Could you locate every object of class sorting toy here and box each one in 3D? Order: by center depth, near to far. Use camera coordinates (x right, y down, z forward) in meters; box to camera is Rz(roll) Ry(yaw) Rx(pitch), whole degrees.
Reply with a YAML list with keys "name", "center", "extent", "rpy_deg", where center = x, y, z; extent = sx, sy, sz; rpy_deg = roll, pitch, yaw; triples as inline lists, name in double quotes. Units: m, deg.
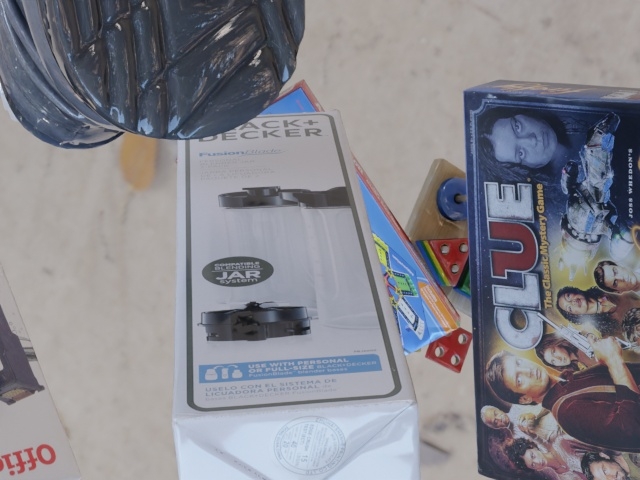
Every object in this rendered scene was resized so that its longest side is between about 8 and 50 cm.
- name: "sorting toy"
  center: [0.154, 0.008, 1.585]
  extent: [0.132, 0.274, 0.046]
  rpy_deg: [31, 165, -27]

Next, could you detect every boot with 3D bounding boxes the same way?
- name: "boot"
  center: [-0.098, -0.200, 0.565]
  extent: [0.223, 0.118, 0.338]
  rpy_deg: [-165, 75, -68]

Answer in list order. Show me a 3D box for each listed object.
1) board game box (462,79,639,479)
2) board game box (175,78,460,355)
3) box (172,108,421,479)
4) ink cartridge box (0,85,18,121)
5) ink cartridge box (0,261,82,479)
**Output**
- name: "board game box"
  center: [0.164, 0.034, 0.860]
  extent: [0.165, 0.042, 0.243]
  rpy_deg: [8, 109, 39]
- name: "board game box"
  center: [0.000, 0.000, 1.427]
  extent: [0.145, 0.027, 0.281]
  rpy_deg: [-29, 106, 18]
- name: "box"
  center: [-0.016, 0.068, 0.679]
  extent: [0.087, 0.290, 0.169]
  rpy_deg: [-5, 115, -3]
- name: "ink cartridge box"
  center: [-0.193, -0.175, 1.327]
  extent: [0.176, 0.128, 0.127]
  rpy_deg: [0, 173, -6]
- name: "ink cartridge box"
  center: [-0.281, 0.082, 0.972]
  extent: [0.100, 0.172, 0.237]
  rpy_deg: [-32, 77, 37]
